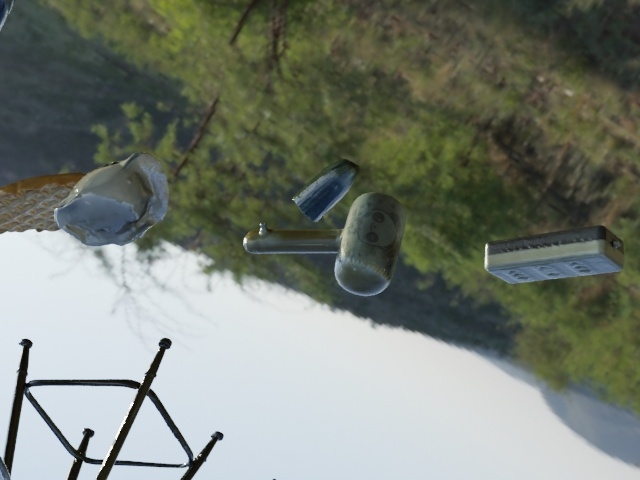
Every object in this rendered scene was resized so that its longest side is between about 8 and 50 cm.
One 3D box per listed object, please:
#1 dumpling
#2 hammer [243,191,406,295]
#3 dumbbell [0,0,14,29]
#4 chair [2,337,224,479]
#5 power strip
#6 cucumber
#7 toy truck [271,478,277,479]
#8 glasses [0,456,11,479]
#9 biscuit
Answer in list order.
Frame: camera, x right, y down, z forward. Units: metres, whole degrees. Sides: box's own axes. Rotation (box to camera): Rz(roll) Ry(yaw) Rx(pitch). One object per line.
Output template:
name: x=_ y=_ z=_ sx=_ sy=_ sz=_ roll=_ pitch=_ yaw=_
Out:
dumpling: x=-0.321 y=-0.057 z=1.599 sx=0.127 sy=0.188 sz=0.108 roll=64 pitch=169 yaw=-28
hammer: x=0.000 y=0.000 z=1.907 sx=0.306 sy=0.201 sz=0.113 roll=3 pitch=140 yaw=18
dumbbell: x=-0.595 y=-0.406 z=1.570 sx=0.290 sy=0.192 sz=0.192 roll=-17 pitch=-139 yaw=-43
chair: x=-0.471 y=0.473 z=2.114 sx=0.365 sy=0.410 sz=0.361 roll=-3 pitch=135 yaw=18
power strip: x=0.445 y=0.029 z=1.927 sx=0.257 sy=0.070 sz=0.105 roll=-11 pitch=157 yaw=37
cucumber: x=0.011 y=-0.072 z=1.348 sx=0.048 sy=0.105 sz=0.048 roll=36 pitch=-153 yaw=-21
toy truck: x=-0.013 y=0.661 z=2.101 sx=0.338 sy=0.133 sz=0.184 roll=37 pitch=-170 yaw=6
glasses: x=-0.600 y=0.450 z=1.596 sx=0.268 sy=0.118 sz=0.234 roll=-8 pitch=-118 yaw=-37
biscuit: x=-0.549 y=-0.074 z=2.076 sx=0.309 sy=0.204 sz=0.040 roll=-6 pitch=-114 yaw=-37
